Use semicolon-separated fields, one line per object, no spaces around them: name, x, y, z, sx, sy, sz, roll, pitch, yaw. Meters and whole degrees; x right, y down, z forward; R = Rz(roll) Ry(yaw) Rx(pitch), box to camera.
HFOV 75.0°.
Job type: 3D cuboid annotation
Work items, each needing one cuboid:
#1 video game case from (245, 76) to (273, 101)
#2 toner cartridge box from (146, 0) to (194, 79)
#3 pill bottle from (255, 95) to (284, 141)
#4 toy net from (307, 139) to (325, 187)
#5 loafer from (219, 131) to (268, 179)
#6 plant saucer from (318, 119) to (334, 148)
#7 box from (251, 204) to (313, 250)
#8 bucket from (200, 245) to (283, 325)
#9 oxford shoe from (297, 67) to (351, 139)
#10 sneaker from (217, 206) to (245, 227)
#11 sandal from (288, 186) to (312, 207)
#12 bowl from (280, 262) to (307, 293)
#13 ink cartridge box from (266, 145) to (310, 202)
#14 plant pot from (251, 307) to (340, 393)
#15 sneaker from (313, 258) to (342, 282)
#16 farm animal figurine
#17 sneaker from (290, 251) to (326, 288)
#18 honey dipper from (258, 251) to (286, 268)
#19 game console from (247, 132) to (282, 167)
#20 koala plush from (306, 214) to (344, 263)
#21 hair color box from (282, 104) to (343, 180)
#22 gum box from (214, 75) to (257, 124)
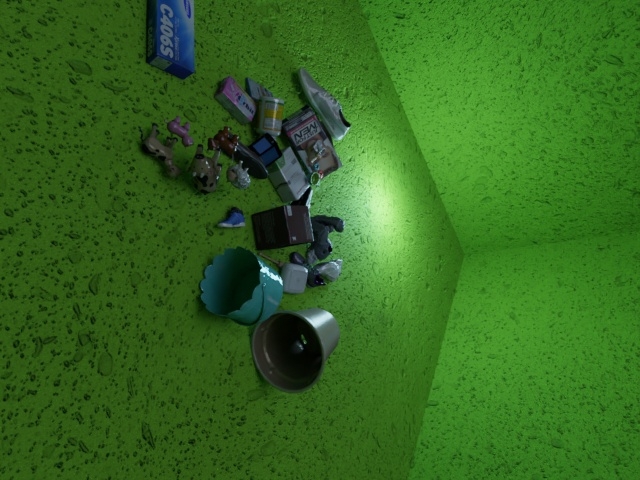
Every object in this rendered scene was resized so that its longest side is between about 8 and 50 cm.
video game case;-0.281;-0.694;1.986;0.166;0.015;0.119;16;51;-50
toner cartridge box;-0.575;-0.821;1.603;0.165;0.075;0.348;9;74;-53
pill bottle;-0.235;-0.545;1.914;0.117;0.117;0.208;-9;111;-54
toy net;-0.006;-0.381;2.071;0.122;0.045;0.232;13;91;-52
loafer;-0.321;-0.373;1.815;0.267;0.096;0.084;38;46;-39
plant saucer;-0.016;-0.534;2.306;0.278;0.041;0.278;19;65;-49
box;-0.168;-0.054;1.839;0.167;0.203;0.169;-5;85;-54
bucket;-0.289;0.178;1.566;0.183;0.281;0.281;42;49;-50
oxford shoe;0.027;-0.770;2.321;0.449;0.130;0.169;52;29;-24
sneaker;-0.367;-0.095;1.702;0.152;0.058;0.085;-9;94;-58
sandal;-0.099;-0.152;2.038;0.303;0.120;0.086;-64;144;-40
bowl;-0.119;0.180;1.928;0.142;0.053;0.142;14;86;-39
ink cartridge box;-0.161;-0.314;2.007;0.219;0.092;0.160;62;39;-24
plant pot;-0.070;0.429;1.781;0.305;0.333;0.334;-10;89;-64
sneaker;0.048;0.165;2.170;0.232;0.090;0.115;-8;91;-53
farm animal figurine;-0.451;-0.278;1.515;0.327;0.330;0.172;74;21;-60
sneaker;-0.054;0.136;2.029;0.224;0.098;0.083;57;41;-27
honey dipper;-0.219;0.087;1.879;0.160;0.030;0.030;33;56;-43
game console;-0.250;-0.401;1.874;0.107;0.122;0.071;46;21;-36
koala plush;0.000;0.000;2.106;0.196;0.203;0.221;-33;129;-42
hair color box;-0.045;-0.490;2.128;0.347;0.174;0.105;57;2;-27
gum box;-0.372;-0.615;1.830;0.188;0.062;0.107;42;50;-40
